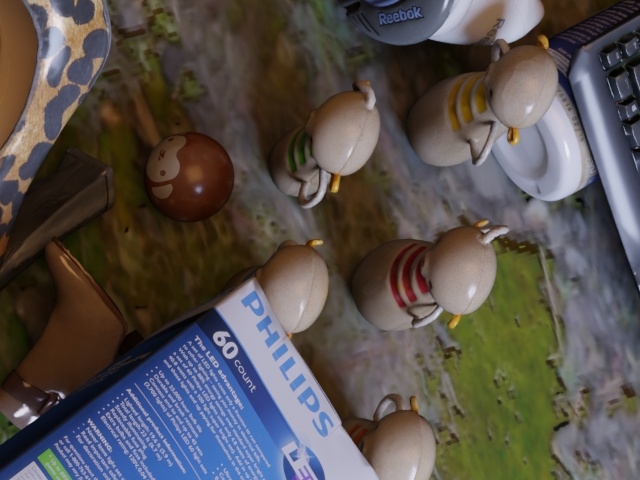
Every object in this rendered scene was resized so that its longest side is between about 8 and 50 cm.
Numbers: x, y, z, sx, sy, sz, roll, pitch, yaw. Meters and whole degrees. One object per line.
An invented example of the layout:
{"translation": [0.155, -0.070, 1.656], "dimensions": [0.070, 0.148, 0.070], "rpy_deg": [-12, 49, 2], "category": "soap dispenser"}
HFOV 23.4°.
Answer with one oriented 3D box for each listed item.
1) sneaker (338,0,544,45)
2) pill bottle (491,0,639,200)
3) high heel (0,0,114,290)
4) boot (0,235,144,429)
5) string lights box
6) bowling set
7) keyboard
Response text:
{"translation": [0.060, -0.245, 0.959], "dimensions": [0.129, 0.111, 0.297], "rpy_deg": [10, 66, -44], "category": "sneaker"}
{"translation": [0.193, -0.101, 0.983], "dimensions": [0.169, 0.094, 0.094], "rpy_deg": [-29, 93, -19], "category": "pill bottle"}
{"translation": [-0.196, -0.072, 0.781], "dimensions": [0.186, 0.093, 0.261], "rpy_deg": [-40, 137, -37], "category": "high heel"}
{"translation": [-0.147, 0.065, 0.863], "dimensions": [0.087, 0.042, 0.118], "rpy_deg": [-38, 122, -6], "category": "boot"}
{"translation": [-0.086, 0.133, 0.740], "dimensions": [0.133, 0.077, 0.259], "rpy_deg": [59, 36, -4], "category": "string lights box"}
{"translation": [0.000, 0.000, 0.877], "dimensions": [0.200, 0.154, 0.287], "rpy_deg": [17, 78, -16], "category": "bowling set"}
{"translation": [0.278, -0.023, 0.977], "dimensions": [0.201, 0.033, 0.317], "rpy_deg": [-33, 117, -18], "category": "keyboard"}
